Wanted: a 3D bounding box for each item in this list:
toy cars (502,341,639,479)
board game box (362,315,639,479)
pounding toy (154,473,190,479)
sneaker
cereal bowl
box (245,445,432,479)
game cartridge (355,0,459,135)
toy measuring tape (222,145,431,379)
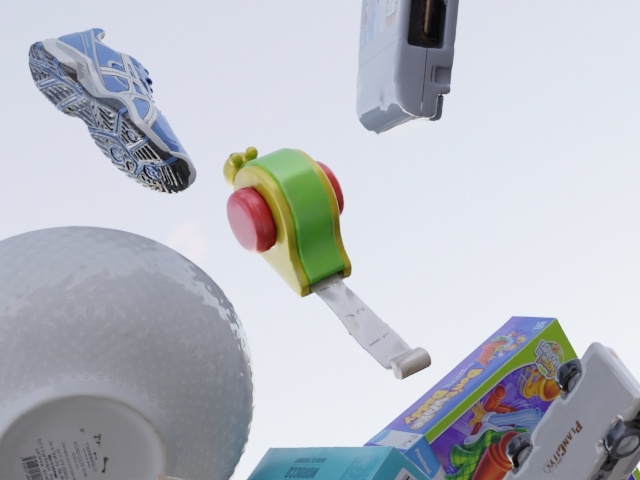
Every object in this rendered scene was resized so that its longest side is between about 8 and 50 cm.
[{"bbox_3d":[0.240,0.289,1.532,0.087,0.176,0.394,7,-96,-35],"label":"toy cars"},{"bbox_3d":[0.224,0.285,1.784,0.233,0.078,0.347,-38,-72,-26],"label":"board game box"},{"bbox_3d":[-0.096,0.249,1.382,0.141,0.130,0.100,80,-159,-76],"label":"pounding toy"},{"bbox_3d":[-0.184,-0.130,1.621,0.081,0.211,0.080,-32,-21,-33],"label":"sneaker"},{"bbox_3d":[-0.218,0.165,1.546,0.339,0.141,0.339,-5,-60,-9],"label":"cereal bowl"},{"bbox_3d":[0.024,0.236,1.530,0.060,0.100,0.244,-54,18,-22],"label":"box"},{"bbox_3d":[0.079,-0.244,1.490,0.198,0.062,0.297,171,104,-76],"label":"game cartridge"},{"bbox_3d":[0.000,0.000,1.709,0.121,0.330,0.121,-26,-40,-24],"label":"toy measuring tape"}]
